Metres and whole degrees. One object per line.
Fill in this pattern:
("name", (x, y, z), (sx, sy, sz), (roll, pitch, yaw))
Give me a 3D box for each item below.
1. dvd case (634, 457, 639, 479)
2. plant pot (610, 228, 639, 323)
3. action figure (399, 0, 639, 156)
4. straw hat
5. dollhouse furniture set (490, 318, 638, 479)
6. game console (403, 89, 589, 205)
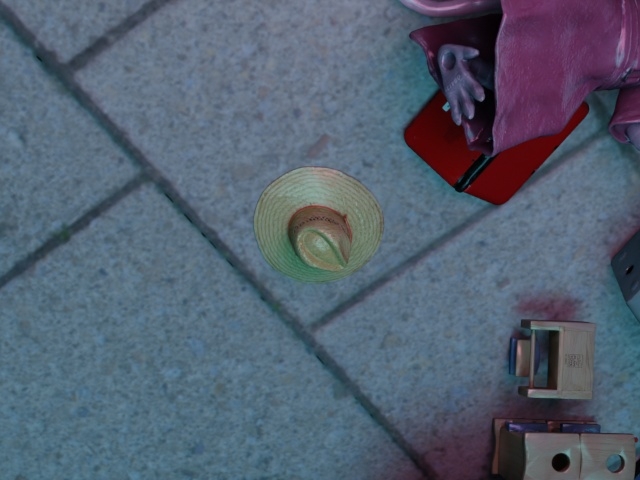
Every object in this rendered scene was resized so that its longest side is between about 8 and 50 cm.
("dvd case", (0.465, 0.340, 1.825), (0.253, 0.022, 0.180), (28, 112, -21))
("plant pot", (0.436, 0.070, 1.587), (0.234, 0.165, 0.166), (35, 110, -15))
("action figure", (0.260, -0.184, 1.420), (0.370, 0.276, 0.248), (-3, 121, -31))
("straw hat", (0.000, 0.000, 1.542), (0.144, 0.061, 0.144), (-3, 120, -6))
("dollhouse furniture set", (0.273, 0.180, 1.669), (0.129, 0.129, 0.184), (3, 90, -10))
("game console", (0.179, -0.120, 1.524), (0.124, 0.085, 0.144), (43, 109, 6))
